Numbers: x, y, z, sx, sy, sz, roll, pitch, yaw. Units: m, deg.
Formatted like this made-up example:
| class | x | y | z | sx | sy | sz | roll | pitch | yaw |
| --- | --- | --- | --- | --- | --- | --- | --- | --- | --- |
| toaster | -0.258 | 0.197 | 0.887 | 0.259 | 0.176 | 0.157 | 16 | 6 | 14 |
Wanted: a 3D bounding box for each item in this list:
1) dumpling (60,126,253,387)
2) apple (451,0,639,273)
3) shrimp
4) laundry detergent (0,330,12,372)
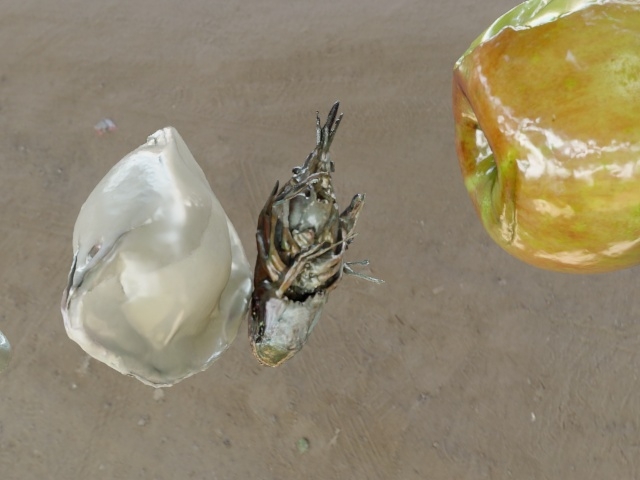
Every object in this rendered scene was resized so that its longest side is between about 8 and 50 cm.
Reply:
| class | x | y | z | sx | sy | sz | roll | pitch | yaw |
| --- | --- | --- | --- | --- | --- | --- | --- | --- | --- |
| dumpling | -0.192 | 0.021 | 0.990 | 0.181 | 0.260 | 0.341 | -36 | 29 | 10 |
| apple | 0.314 | -0.131 | 0.869 | 0.340 | 0.339 | 0.339 | -13 | 53 | 18 |
| shrimp | -0.001 | 0.002 | 1.044 | 0.372 | 0.172 | 0.137 | -68 | 22 | 11 |
| laundry detergent | -0.612 | 0.144 | 1.168 | 0.124 | 0.264 | 0.398 | -70 | 15 | -15 |
